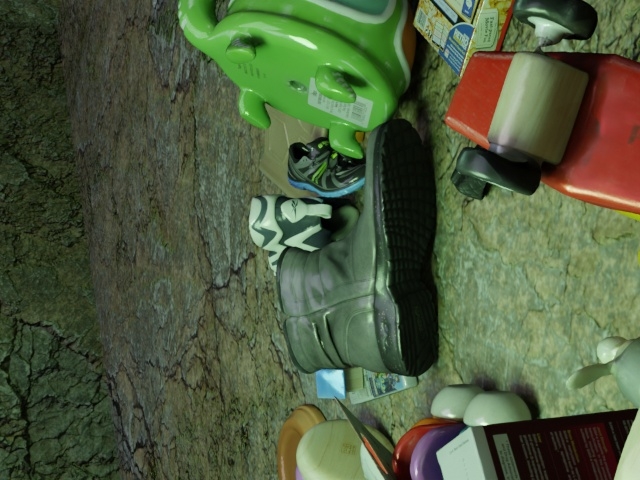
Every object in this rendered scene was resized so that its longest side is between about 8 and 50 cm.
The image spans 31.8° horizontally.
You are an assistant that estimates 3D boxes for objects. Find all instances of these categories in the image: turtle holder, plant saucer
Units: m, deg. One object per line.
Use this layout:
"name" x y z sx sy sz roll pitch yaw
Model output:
"turtle holder" -0.023 -0.275 1.488 0.320 0.243 0.228 13 70 32
"plant saucer" -0.027 0.368 1.827 0.200 0.037 0.200 179 90 -66

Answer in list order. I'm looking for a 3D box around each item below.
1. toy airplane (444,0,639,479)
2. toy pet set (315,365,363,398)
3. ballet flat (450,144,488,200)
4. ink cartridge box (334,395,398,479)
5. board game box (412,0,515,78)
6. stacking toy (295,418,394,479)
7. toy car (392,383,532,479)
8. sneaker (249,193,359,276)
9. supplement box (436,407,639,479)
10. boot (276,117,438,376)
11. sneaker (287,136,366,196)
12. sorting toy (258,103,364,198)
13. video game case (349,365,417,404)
"toy airplane" 0.317 -0.040 0.795 0.386 0.272 0.385 -29 71 24
"toy pet set" 0.017 0.162 1.602 0.122 0.065 0.114 -169 73 -65
"ballet flat" 0.207 -0.104 1.271 0.173 0.049 0.057 -48 15 53
"ink cartridge box" 0.091 0.314 1.348 0.066 0.232 0.189 -43 36 5
"board game box" 0.177 -0.307 1.312 0.147 0.045 0.194 -119 36 -48
"stacking toy" 0.019 0.420 1.628 0.141 0.141 0.330 -120 31 -49
"toy car" 0.155 0.249 1.270 0.182 0.136 0.159 178 91 -67
"sneaker" 0.000 0.000 1.692 0.235 0.153 0.094 62 -149 -54
"supplement box" 0.231 0.218 0.959 0.073 0.239 0.130 125 139 -56
"boot" 0.031 0.014 1.473 0.222 0.118 0.338 0 89 41
"sneaker" 0.011 -0.109 1.629 0.188 0.067 0.078 14 120 50
"sorting toy" -0.012 -0.167 1.780 0.307 0.041 0.229 43 133 51
"video game case" 0.067 0.122 1.590 0.183 0.023 0.201 146 114 -63
